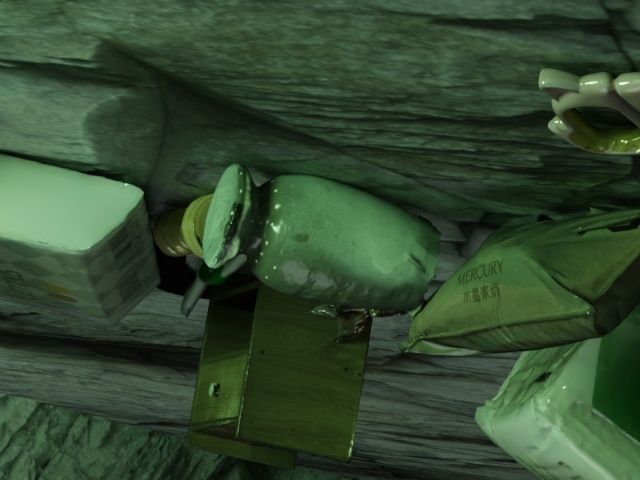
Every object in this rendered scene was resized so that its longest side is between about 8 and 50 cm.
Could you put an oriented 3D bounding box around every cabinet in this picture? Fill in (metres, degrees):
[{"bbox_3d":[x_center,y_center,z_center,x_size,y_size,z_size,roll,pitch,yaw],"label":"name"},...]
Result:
[{"bbox_3d":[-0.049,0.139,1.864,0.148,0.215,0.175,14,166,-21],"label":"cabinet"}]

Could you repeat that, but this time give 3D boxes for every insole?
[{"bbox_3d":[-0.196,0.024,1.933,0.119,0.009,0.348,7,166,15],"label":"insole"}]

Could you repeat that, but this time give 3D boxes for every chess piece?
[{"bbox_3d":[-0.122,-0.009,1.622,0.066,0.066,0.122,16,168,-27],"label":"chess piece"}]

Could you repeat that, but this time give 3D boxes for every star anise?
[{"bbox_3d":[0.044,0.054,1.747,0.124,0.056,0.129,-25,143,4],"label":"star anise"}]

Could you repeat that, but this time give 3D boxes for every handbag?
[{"bbox_3d":[0.202,0.034,1.445,0.117,0.182,0.270,55,150,-10],"label":"handbag"}]

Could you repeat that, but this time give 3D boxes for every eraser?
[{"bbox_3d":[-0.285,0.007,1.733,0.213,0.082,0.397,14,166,1],"label":"eraser"}]

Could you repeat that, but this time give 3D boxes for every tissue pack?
[{"bbox_3d":[0.377,0.235,1.821,0.356,0.194,0.266,37,167,-2],"label":"tissue pack"}]

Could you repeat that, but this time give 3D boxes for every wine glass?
[{"bbox_3d":[0.000,0.000,1.476,0.204,0.111,0.111,13,166,-18],"label":"wine glass"}]

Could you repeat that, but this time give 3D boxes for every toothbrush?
[{"bbox_3d":[-0.112,0.033,1.825,0.040,0.042,0.418,20,163,-7],"label":"toothbrush"}]

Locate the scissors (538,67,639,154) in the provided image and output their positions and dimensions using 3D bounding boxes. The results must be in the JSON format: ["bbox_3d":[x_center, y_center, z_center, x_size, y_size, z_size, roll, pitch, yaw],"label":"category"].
[{"bbox_3d":[0.270,-0.068,1.210,0.160,0.024,0.317,-2,163,33],"label":"scissors"}]
